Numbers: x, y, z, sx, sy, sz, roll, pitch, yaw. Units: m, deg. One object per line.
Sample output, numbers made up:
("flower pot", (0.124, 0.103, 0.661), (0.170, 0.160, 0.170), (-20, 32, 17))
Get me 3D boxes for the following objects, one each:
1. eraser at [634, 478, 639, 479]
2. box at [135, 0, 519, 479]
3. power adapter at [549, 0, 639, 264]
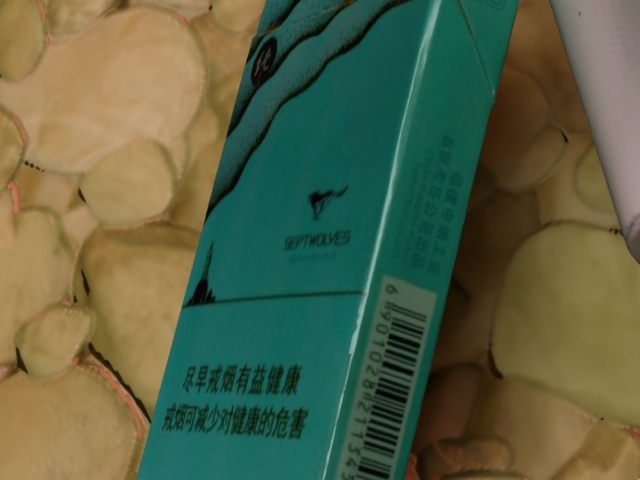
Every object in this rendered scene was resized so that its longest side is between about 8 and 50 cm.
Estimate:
("eraser", (0.114, 0.123, 0.601), (0.227, 0.174, 0.081), (-21, 66, 16))
("box", (0.000, 0.000, 0.717), (0.161, 0.042, 0.226), (-8, 65, 61))
("power adapter", (0.186, -0.074, 0.664), (0.187, 0.124, 0.255), (-22, 67, 17))
